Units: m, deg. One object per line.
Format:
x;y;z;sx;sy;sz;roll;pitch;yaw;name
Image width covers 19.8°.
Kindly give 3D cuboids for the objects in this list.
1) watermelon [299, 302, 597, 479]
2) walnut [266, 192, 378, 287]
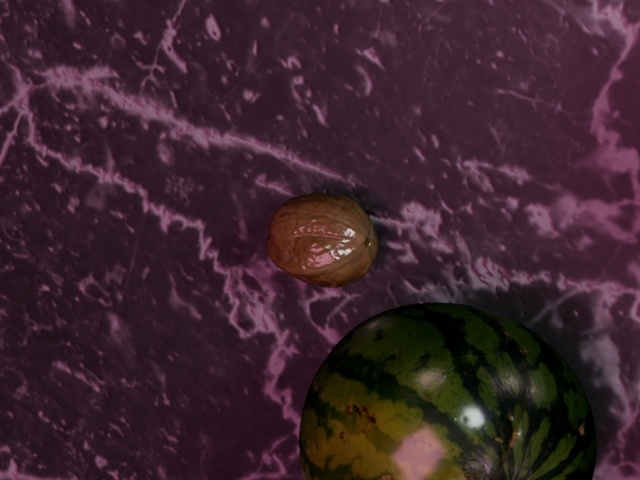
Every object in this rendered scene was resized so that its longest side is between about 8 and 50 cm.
0.120;0.198;1.809;0.285;0.285;0.285;6;106;21;watermelon
0.000;0.000;1.912;0.124;0.105;0.105;0;104;27;walnut
